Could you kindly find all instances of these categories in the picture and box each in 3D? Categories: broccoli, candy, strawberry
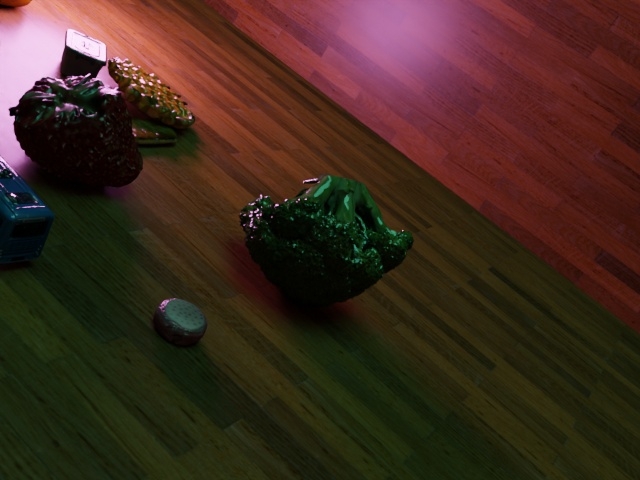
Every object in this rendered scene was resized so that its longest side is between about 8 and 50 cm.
[{"bbox_3d":[-0.002,-0.001,1.788,0.413,0.310,0.321,15,33,11],"label":"broccoli"},{"bbox_3d":[-0.266,0.154,1.466,0.103,0.043,0.103,26,26,-14],"label":"candy"},{"bbox_3d":[-0.535,-0.235,1.718,0.261,0.258,0.261,1,43,-1],"label":"strawberry"}]

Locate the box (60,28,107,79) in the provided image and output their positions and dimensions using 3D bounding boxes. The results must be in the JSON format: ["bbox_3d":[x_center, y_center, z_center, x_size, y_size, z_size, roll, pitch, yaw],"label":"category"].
[{"bbox_3d":[-0.688,-0.523,2.221,0.124,0.093,0.172,20,26,-25],"label":"box"}]

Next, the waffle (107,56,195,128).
[{"bbox_3d":[-0.500,-0.428,2.262,0.329,0.062,0.329,38,14,-11],"label":"waffle"}]

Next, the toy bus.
[{"bbox_3d":[-0.596,-0.074,1.382,0.246,0.134,0.113,43,25,21],"label":"toy bus"}]

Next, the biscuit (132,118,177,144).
[{"bbox_3d":[-0.489,-0.297,2.108,0.118,0.029,0.247,34,22,21],"label":"biscuit"}]

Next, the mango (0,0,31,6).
[{"bbox_3d":[-0.964,-0.775,2.350,0.147,0.109,0.227,37,24,5],"label":"mango"}]
